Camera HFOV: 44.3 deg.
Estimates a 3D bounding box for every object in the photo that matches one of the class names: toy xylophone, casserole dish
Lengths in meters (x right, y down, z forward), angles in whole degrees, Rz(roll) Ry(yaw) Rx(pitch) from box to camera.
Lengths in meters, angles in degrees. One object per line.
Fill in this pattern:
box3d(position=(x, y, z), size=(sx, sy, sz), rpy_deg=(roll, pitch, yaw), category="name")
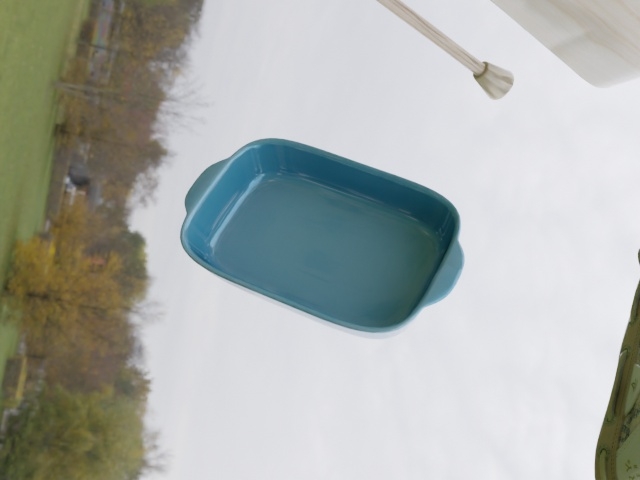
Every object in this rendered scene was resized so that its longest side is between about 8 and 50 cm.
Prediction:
box3d(position=(0.156, -0.205, 0.556), size=(0.236, 0.323, 0.081), rpy_deg=(-4, -118, 48), category="toy xylophone")
box3d(position=(0.000, 0.000, 0.505), size=(0.114, 0.188, 0.037), rpy_deg=(-58, 157, -27), category="casserole dish")

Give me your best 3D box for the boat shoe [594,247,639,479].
box3d(position=(0.280, 0.076, 0.630), size=(0.089, 0.104, 0.285), rpy_deg=(-30, -162, 46), category="boat shoe")
